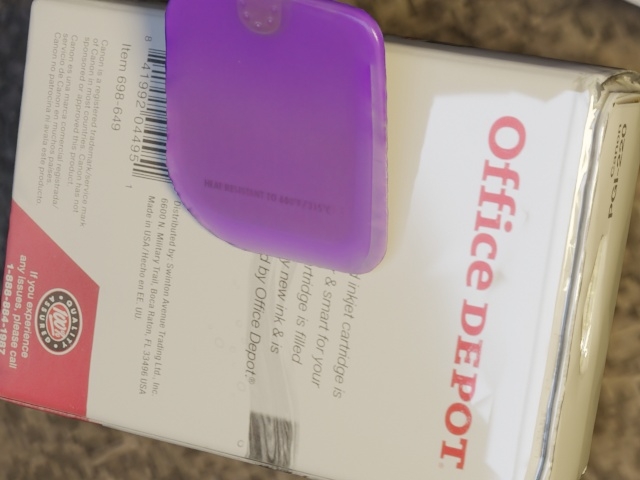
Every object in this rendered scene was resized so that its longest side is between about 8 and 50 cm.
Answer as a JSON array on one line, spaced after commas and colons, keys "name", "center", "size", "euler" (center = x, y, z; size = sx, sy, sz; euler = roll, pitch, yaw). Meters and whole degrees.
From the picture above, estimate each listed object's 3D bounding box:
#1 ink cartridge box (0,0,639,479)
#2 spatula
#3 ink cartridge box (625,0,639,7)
[{"name": "ink cartridge box", "center": [0.000, 0.000, 0.596], "size": [0.218, 0.092, 0.158], "euler": [12, 100, 22]}, {"name": "spatula", "center": [-0.004, -0.137, 0.514], "size": [0.084, 0.030, 0.296], "euler": [11, 101, 23]}, {"name": "ink cartridge box", "center": [0.143, -0.155, 0.510], "size": [0.371, 0.069, 0.175], "euler": [27, 126, 15]}]
